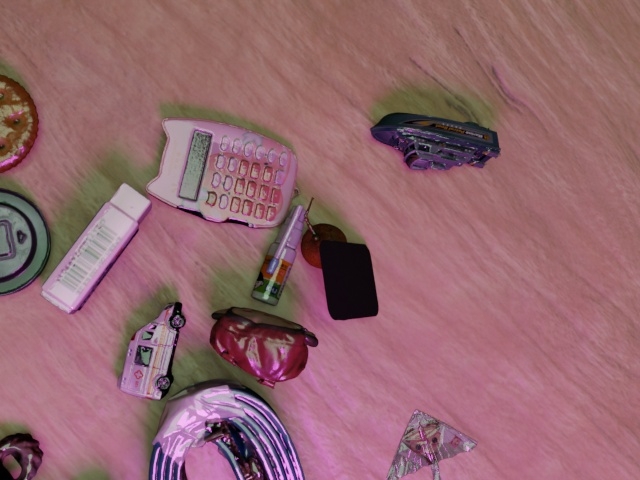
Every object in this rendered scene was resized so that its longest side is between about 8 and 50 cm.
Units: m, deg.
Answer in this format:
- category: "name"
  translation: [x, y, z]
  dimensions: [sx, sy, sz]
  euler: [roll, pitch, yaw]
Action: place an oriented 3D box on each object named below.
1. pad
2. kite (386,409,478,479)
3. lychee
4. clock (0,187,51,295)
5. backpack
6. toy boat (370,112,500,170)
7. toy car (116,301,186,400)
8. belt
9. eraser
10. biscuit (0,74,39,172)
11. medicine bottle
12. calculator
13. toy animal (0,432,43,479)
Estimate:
- category: "pad"
  translation: [0.052, 0.165, 1.662]
  dimensions: [0.055, 0.250, 0.323]
  euler: [9, 91, 28]
- category: "kite"
  translation: [0.253, 0.498, 1.750]
  dimensions: [0.229, 0.012, 0.250]
  euler: [-15, 88, -11]
- category: "lychee"
  translation: [0.000, 0.004, 1.708]
  dimensions: [0.140, 0.101, 0.114]
  euler: [32, 44, -23]
- category: "clock"
  translation: [-0.670, 0.005, 1.609]
  dimensions: [0.226, 0.049, 0.226]
  euler: [1, 84, -12]
- category: "backpack"
  translation: [-0.121, 0.218, 1.606]
  dimensions: [0.229, 0.229, 0.138]
  euler: [18, 83, -8]
- category: "toy boat"
  translation: [0.255, -0.221, 1.777]
  dimensions: [0.296, 0.114, 0.122]
  euler: [9, 74, -10]
- category: "toy car"
  translation: [-0.347, 0.223, 1.626]
  dimensions: [0.108, 0.089, 0.209]
  euler: [13, 85, -4]
- category: "belt"
  translation: [-0.186, 0.498, 1.582]
  dimensions: [0.300, 0.173, 0.436]
  euler: [-17, 87, -9]
- category: "eraser"
  translation: [-0.455, 0.018, 1.609]
  dimensions: [0.081, 0.124, 0.279]
  euler: [35, 79, -6]
- category: "biscuit"
  translation: [-0.697, -0.242, 1.623]
  dimensions: [0.221, 0.066, 0.220]
  euler: [1, 85, -14]
- category: "medicine bottle"
  translation: [-0.085, 0.028, 1.695]
  dimensions: [0.061, 0.092, 0.220]
  euler: [21, 80, 2]
- category: "calculator"
  translation: [-0.204, -0.143, 1.718]
  dimensions: [0.330, 0.048, 0.220]
  euler: [14, 80, -11]
- category: "toy animal"
  translation: [-0.581, 0.559, 1.482]
  dimensions: [0.344, 0.194, 0.302]
  euler: [40, 63, 7]
